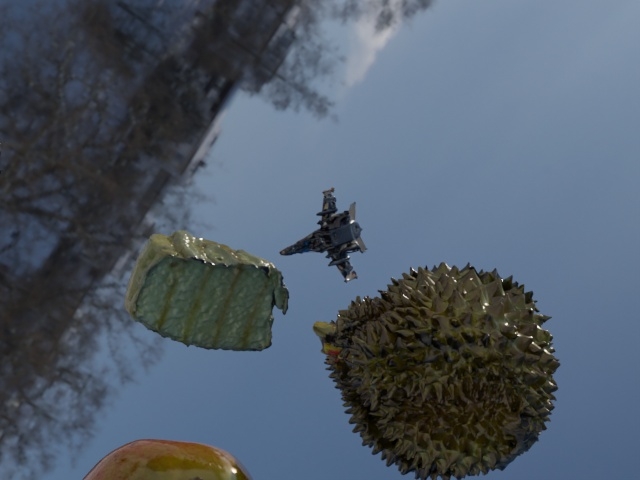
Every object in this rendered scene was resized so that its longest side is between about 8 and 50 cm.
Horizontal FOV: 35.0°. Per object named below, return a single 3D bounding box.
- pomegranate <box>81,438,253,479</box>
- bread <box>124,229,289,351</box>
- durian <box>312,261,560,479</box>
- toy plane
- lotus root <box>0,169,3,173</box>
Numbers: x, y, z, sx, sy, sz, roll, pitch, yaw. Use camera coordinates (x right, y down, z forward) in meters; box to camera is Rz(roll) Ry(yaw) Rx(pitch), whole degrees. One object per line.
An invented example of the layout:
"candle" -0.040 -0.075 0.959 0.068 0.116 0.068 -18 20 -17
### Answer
"pomegranate" -0.145 0.295 0.989 0.256 0.220 0.221 -44 -158 55
"bread" -0.120 0.045 1.007 0.110 0.156 0.103 34 -77 60
"durian" 0.138 0.151 1.200 0.292 0.258 0.258 -15 -139 30
"toy plane" 0.010 -0.002 1.393 0.062 0.135 0.188 -13 -178 27
"lotus root" -0.301 -0.108 0.819 0.062 0.150 0.073 -21 -125 2
